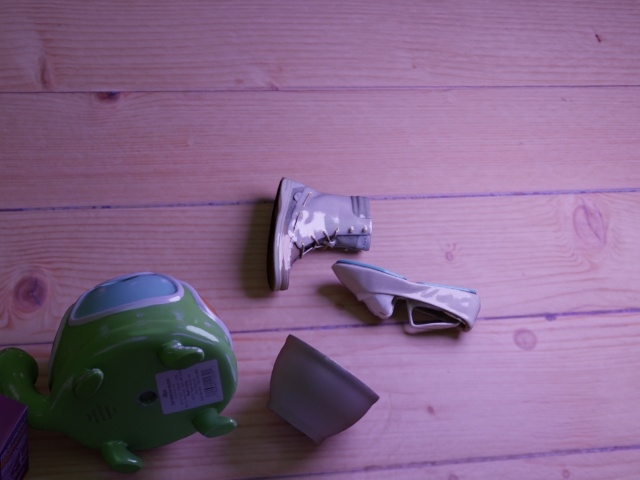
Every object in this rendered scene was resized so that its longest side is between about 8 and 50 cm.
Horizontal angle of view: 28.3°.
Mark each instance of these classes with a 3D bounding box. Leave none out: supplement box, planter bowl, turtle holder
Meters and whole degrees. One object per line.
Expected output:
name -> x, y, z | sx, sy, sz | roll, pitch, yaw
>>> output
supplement box -> -0.450, 0.274, 1.678 | 0.104, 0.188, 0.080 | 23, 53, 5
planter bowl -> -0.010, 0.226, 1.846 | 0.162, 0.162, 0.109 | 34, 82, 12
turtle holder -> -0.280, 0.180, 1.785 | 0.320, 0.243, 0.227 | -34, 42, 12

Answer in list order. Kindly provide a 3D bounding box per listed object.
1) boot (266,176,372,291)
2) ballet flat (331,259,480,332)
boot -> 0.000, 0.000, 2.048 | 0.165, 0.077, 0.213 | 12, 53, -7
ballet flat -> 0.133, 0.094, 2.011 | 0.249, 0.086, 0.086 | 13, 53, -4
